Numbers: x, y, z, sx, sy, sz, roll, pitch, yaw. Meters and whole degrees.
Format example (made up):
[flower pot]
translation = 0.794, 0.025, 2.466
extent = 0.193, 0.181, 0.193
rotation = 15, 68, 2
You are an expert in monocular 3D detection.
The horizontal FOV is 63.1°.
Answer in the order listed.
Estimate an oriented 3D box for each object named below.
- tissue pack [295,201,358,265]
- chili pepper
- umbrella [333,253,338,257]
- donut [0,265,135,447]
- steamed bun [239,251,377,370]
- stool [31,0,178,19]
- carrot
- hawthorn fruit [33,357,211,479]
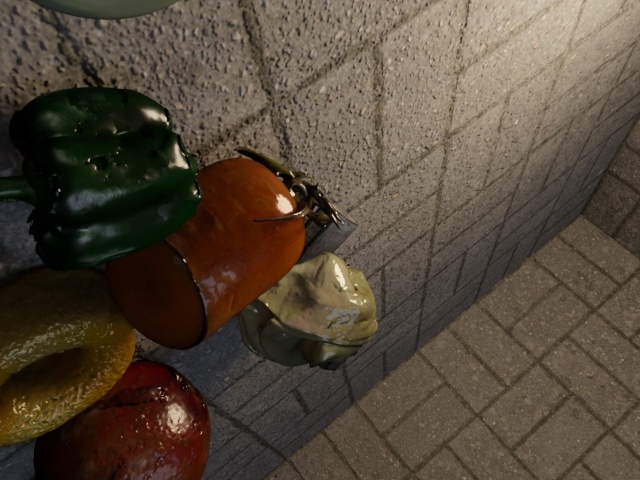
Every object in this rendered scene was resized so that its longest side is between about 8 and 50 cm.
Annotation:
[tissue pack]
translation = 0.000, 0.000, 1.088
extent = 0.156, 0.051, 0.112
rotation = -47, 154, 9
[chili pepper]
translation = -0.262, -0.052, 0.542
extent = 0.261, 0.165, 0.174
rotation = -22, 158, -32
[umbrella]
translation = -0.013, 0.076, 1.202
extent = 0.133, 0.031, 0.036
rotation = -36, 151, -11
[donut]
translation = -0.404, 0.175, 0.735
extent = 0.303, 0.110, 0.303
rotation = -33, 151, -21
[steamed bun]
translation = -0.018, 0.173, 1.072
extent = 0.280, 0.207, 0.268
rotation = -21, 157, -2
[stool]
translation = -0.163, -0.268, 0.318
extent = 0.195, 0.198, 0.195
rotation = -52, 150, 15
[carrot]
translation = -0.126, -0.013, 0.732
extent = 0.331, 0.193, 0.214
rotation = -38, 172, -31
[hawthorn fruit]
translation = -0.337, 0.370, 0.921
extent = 0.316, 0.316, 0.316
rotation = -32, 151, -20
